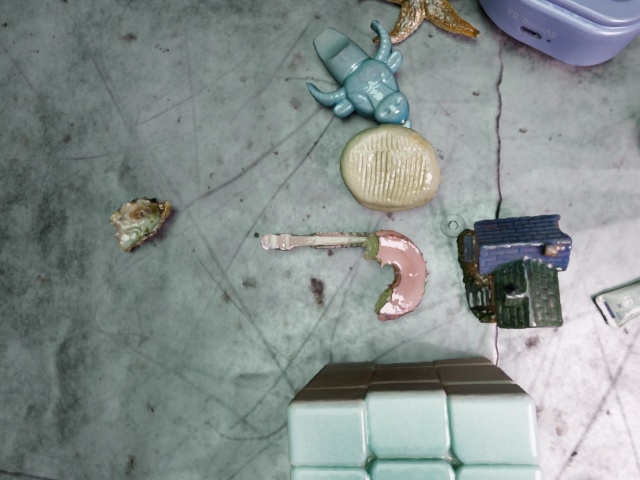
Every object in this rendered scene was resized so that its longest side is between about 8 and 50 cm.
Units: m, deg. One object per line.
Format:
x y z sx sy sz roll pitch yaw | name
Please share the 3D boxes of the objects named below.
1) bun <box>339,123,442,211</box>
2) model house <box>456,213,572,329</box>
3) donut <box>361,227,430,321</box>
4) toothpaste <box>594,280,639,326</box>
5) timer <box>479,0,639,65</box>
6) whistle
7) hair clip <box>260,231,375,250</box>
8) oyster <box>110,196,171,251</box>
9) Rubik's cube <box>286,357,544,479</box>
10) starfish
0.131 -0.134 0.886 0.188 0.111 0.164 1 102 9 | bun
0.325 0.053 0.789 0.166 0.172 0.183 -5 83 10 | model house
0.142 0.060 0.869 0.117 0.065 0.166 -2 90 -17 | donut
0.585 0.078 0.804 0.216 0.037 0.062 -28 79 11 | toothpaste
0.442 -0.532 0.827 0.395 0.173 0.395 -1 86 9 | timer
0.084 -0.311 0.920 0.186 0.093 0.274 -42 75 10 | whistle
0.000 0.000 0.925 0.226 0.072 0.034 -2 90 2 | hair clip
-0.373 -0.040 0.999 0.148 0.051 0.103 -19 83 24 | oyster
0.140 0.361 0.717 0.316 0.319 0.321 -6 84 10 | Rubik's cube
0.190 -0.454 0.938 0.247 0.050 0.138 2 85 18 | starfish
